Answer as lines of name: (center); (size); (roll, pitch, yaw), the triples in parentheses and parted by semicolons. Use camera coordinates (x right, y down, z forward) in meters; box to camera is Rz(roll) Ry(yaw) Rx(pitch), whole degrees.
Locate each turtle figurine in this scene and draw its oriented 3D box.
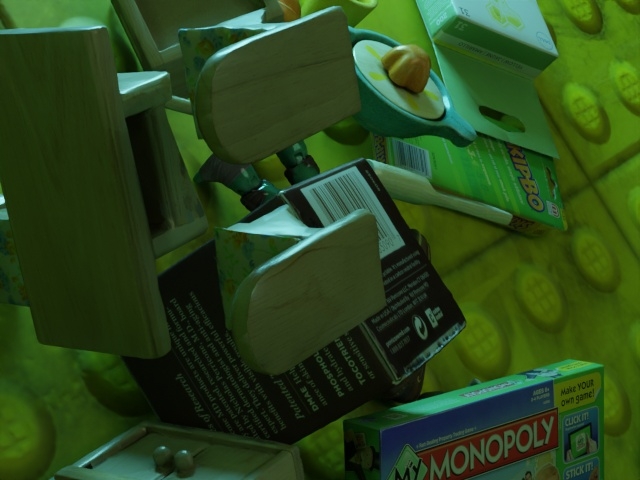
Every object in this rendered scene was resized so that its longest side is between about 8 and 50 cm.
turtle figurine: (0.000, 0.000, 1.298); (0.234, 0.118, 0.175); (53, 37, 8)

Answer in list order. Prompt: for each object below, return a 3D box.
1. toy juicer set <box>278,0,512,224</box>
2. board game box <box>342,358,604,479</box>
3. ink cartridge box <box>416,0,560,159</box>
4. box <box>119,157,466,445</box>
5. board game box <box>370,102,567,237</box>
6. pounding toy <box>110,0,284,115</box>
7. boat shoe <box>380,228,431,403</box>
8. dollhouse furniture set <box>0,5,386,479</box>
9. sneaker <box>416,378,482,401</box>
toy juicer set: (0.051, -0.151, 1.378); (0.209, 0.089, 0.329); (-7, 55, -51)
board game box: (0.145, 0.236, 1.261); (0.317, 0.046, 0.214); (-8, 101, -44)
ink cartridge box: (0.199, -0.217, 1.626); (0.171, 0.056, 0.235); (14, 46, -37)
box: (-0.026, 0.064, 1.137); (0.167, 0.203, 0.168); (58, 27, 2)
board game box: (0.162, -0.087, 1.548); (0.259, 0.039, 0.124); (15, 54, -32)
pounding toy: (-0.138, -0.171, 1.279); (0.206, 0.094, 0.181); (-24, 71, -8)
boat shoe: (0.079, 0.074, 1.360); (0.060, 0.064, 0.178); (32, 54, -30)
dollhouse furniture set: (-0.171, 0.063, 0.939); (0.256, 0.362, 0.394); (-30, 117, -49)
sneaker: (0.108, 0.184, 1.323); (0.192, 0.064, 0.086); (-17, 62, -41)
